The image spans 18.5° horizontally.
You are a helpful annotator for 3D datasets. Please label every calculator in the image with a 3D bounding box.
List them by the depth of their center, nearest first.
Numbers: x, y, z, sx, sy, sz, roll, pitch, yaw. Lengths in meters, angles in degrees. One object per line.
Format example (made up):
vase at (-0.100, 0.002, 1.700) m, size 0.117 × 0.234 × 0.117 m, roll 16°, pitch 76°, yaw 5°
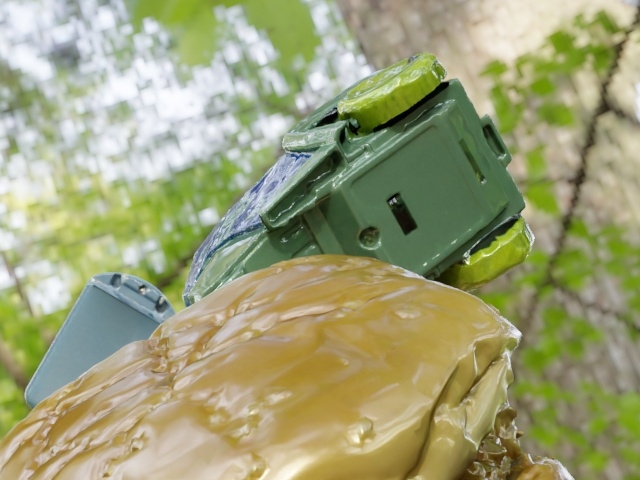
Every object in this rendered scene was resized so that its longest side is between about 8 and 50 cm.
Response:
calculator at (-0.250, 0.137, 2.240) m, size 0.210 × 0.121 × 0.039 m, roll -60°, pitch -2°, yaw 5°

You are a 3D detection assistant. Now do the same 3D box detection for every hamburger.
hamburger at (-0.036, 0.126, 0.896) m, size 0.319 × 0.158 × 0.318 m, roll -29°, pitch 13°, yaw 7°

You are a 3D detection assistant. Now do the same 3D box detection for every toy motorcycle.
toy motorcycle at (0.000, 0.000, 1.637) m, size 0.326 × 0.191 × 0.200 m, roll -35°, pitch 14°, yaw -26°
